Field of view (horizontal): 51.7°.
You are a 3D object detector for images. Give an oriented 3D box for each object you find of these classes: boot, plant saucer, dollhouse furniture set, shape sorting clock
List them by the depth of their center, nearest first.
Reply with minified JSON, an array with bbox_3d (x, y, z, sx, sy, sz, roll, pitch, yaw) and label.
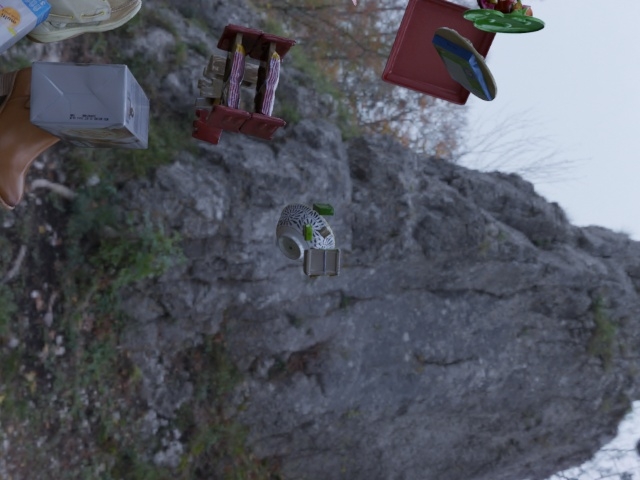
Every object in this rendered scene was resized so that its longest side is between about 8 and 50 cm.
[{"bbox_3d":[-0.521,-0.204,1.256,0.109,0.220,0.283,89,-8,-69],"label":"boot"},{"bbox_3d":[-0.483,-0.525,1.327,0.095,0.262,0.203,47,-33,24],"label":"boot"},{"bbox_3d":[0.000,0.000,1.395,0.058,0.076,0.151,-134,-135,-73],"label":"dollhouse furniture set"},{"bbox_3d":[0.332,-0.402,1.508,0.206,0.040,0.206,47,3,-3],"label":"shape sorting clock"},{"bbox_3d":[-0.193,-0.323,1.527,0.374,0.152,0.201,162,-63,-69],"label":"dollhouse furniture set"},{"bbox_3d":[0.331,-0.536,1.842,0.047,0.259,0.258,-86,-167,-59],"label":"plant saucer"}]

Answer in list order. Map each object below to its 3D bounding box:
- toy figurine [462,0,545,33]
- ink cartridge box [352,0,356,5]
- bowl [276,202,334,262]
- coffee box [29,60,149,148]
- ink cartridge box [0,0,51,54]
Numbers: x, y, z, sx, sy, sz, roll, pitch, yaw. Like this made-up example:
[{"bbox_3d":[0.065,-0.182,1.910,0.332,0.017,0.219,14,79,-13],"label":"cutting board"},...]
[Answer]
[{"bbox_3d":[0.336,-0.473,1.195,0.130,0.173,0.159,14,-80,54],"label":"toy figurine"},{"bbox_3d":[0.063,-0.761,1.705,0.232,0.066,0.189,43,40,-42],"label":"ink cartridge box"},{"bbox_3d":[-0.055,-0.002,1.662,0.170,0.080,0.170,24,-43,25],"label":"bowl"},{"bbox_3d":[-0.375,-0.219,1.105,0.246,0.141,0.098,180,-89,-83],"label":"coffee box"},{"bbox_3d":[-0.580,-0.388,1.154,0.104,0.181,0.062,47,-23,-18],"label":"ink cartridge box"}]
